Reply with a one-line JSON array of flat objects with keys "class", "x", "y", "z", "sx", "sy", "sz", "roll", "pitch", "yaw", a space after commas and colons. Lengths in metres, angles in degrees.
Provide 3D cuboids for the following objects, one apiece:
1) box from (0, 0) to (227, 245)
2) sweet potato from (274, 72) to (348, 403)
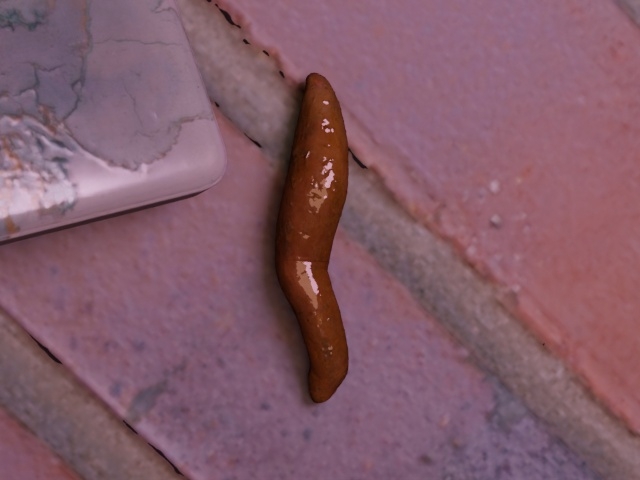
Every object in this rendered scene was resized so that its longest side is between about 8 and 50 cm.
[{"class": "box", "x": -0.185, "y": -0.063, "z": 0.970, "sx": 0.285, "sy": 0.044, "sz": 0.142, "roll": -16, "pitch": 85, "yaw": -33}, {"class": "sweet potato", "x": -0.005, "y": 0.000, "z": 1.068, "sx": 0.044, "sy": 0.044, "sz": 0.179, "roll": 0, "pitch": 92, "yaw": -11}]
